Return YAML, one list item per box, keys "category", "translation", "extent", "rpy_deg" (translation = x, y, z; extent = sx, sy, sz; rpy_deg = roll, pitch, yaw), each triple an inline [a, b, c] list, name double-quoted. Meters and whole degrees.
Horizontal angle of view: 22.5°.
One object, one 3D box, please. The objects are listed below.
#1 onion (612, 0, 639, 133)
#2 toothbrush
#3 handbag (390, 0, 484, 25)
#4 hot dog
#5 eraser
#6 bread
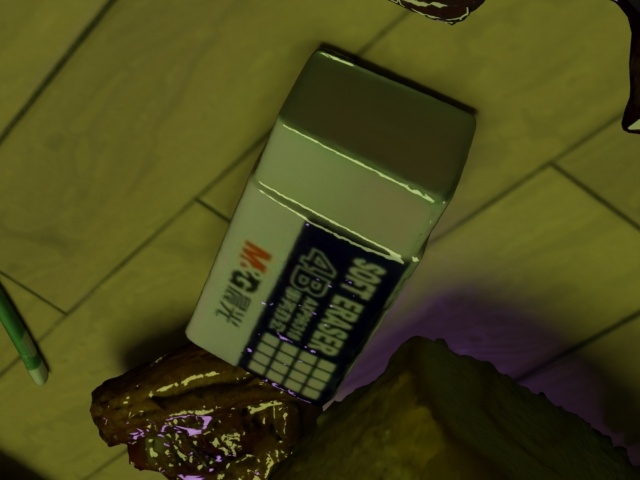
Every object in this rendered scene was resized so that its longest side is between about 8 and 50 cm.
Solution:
- category: "onion"
  translation: [0.295, -0.098, 0.676]
  extent: [0.341, 0.341, 0.341]
  rpy_deg: [14, 143, 11]
- category: "toothbrush"
  translation: [-0.284, 0.044, 1.390]
  extent: [0.024, 0.018, 0.257]
  rpy_deg: [1, 138, 17]
- category: "handbag"
  translation: [0.026, -0.235, 0.836]
  extent: [0.203, 0.074, 0.216]
  rpy_deg: [20, 142, 3]
- category: "hot dog"
  translation: [-0.102, 0.150, 1.365]
  extent: [0.160, 0.099, 0.227]
  rpy_deg: [39, 143, -20]
- category: "eraser"
  translation: [0.000, 0.000, 1.129]
  extent: [0.130, 0.086, 0.287]
  rpy_deg: [25, 144, 0]
- category: "bread"
  translation: [0.153, 0.284, 1.208]
  extent: [0.395, 0.264, 0.239]
  rpy_deg: [34, 112, -25]
